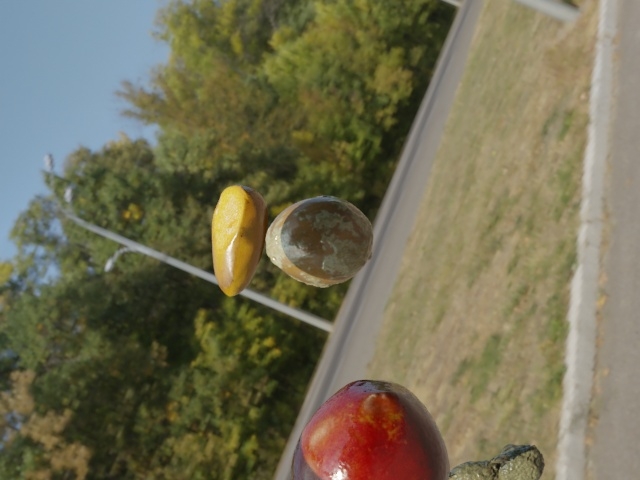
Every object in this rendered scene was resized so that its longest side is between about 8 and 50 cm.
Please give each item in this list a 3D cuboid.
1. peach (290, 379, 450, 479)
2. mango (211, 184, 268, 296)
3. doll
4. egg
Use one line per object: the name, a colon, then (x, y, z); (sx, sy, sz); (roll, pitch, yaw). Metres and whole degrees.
peach: (0.069, 0.287, 1.207); (0.243, 0.199, 0.243); (22, -90, -82)
mango: (-0.155, 0.003, 1.808); (0.141, 0.102, 0.217); (-11, 67, 55)
doll: (0.288, 0.455, 1.783); (0.202, 0.286, 0.091); (57, -171, -47)
egg: (0.000, 0.000, 2.046); (0.203, 0.245, 0.203); (179, 90, -75)
